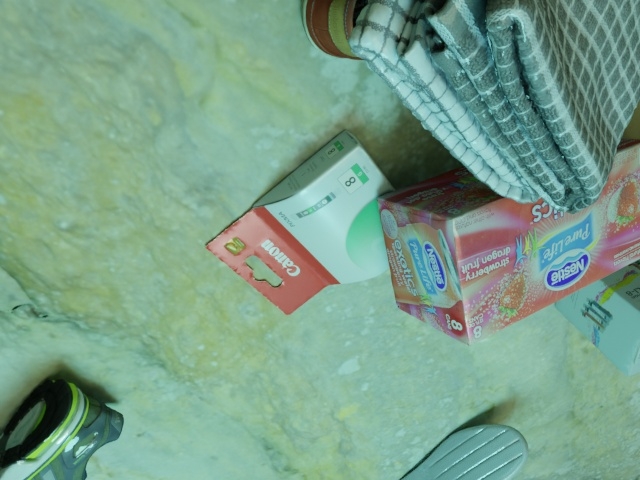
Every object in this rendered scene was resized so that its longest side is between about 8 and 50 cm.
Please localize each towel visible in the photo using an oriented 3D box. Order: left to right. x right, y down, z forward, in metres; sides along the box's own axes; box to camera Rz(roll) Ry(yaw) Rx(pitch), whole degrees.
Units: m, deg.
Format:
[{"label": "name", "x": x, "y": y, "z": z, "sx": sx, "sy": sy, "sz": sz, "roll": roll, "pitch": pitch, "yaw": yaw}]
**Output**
[{"label": "towel", "x": 0.181, "y": -0.179, "z": 0.428, "sx": 0.284, "sy": 0.121, "sz": 0.235, "roll": 31, "pitch": 82, "yaw": -44}]

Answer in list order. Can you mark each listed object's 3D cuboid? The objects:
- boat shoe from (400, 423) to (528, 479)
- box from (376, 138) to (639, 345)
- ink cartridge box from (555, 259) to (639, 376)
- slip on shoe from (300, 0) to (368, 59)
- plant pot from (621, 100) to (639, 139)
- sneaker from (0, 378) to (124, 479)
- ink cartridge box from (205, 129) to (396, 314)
[{"label": "boat shoe", "x": 0.275, "y": 0.476, "z": 1.084, "sx": 0.335, "sy": 0.121, "sz": 0.119, "roll": -39, "pitch": 136, "yaw": 21}, {"label": "box", "x": 0.238, "y": -0.016, "z": 0.649, "sx": 0.300, "sy": 0.142, "sz": 0.154, "roll": -20, "pitch": 111, "yaw": -21}, {"label": "ink cartridge box", "x": 0.491, "y": 0.099, "z": 0.857, "sx": 0.128, "sy": 0.176, "sz": 0.127, "roll": -15, "pitch": 127, "yaw": -12}, {"label": "slip on shoe", "x": 0.147, "y": -0.252, "z": 0.535, "sx": 0.332, "sy": 0.101, "sz": 0.123, "roll": -20, "pitch": 126, "yaw": -10}, {"label": "plant pot", "x": 0.466, "y": -0.242, "z": 0.590, "sx": 0.191, "sy": 0.284, "sz": 0.284, "roll": -48, "pitch": 136, "yaw": -32}, {"label": "sneaker", "x": -0.383, "y": 0.312, "z": 0.710, "sx": 0.300, "sy": 0.111, "sz": 0.121, "roll": -41, "pitch": 131, "yaw": 11}, {"label": "ink cartridge box", "x": 0.000, "y": 0.000, "z": 0.680, "sx": 0.225, "sy": 0.056, "sz": 0.181, "roll": -39, "pitch": 127, "yaw": 5}]
